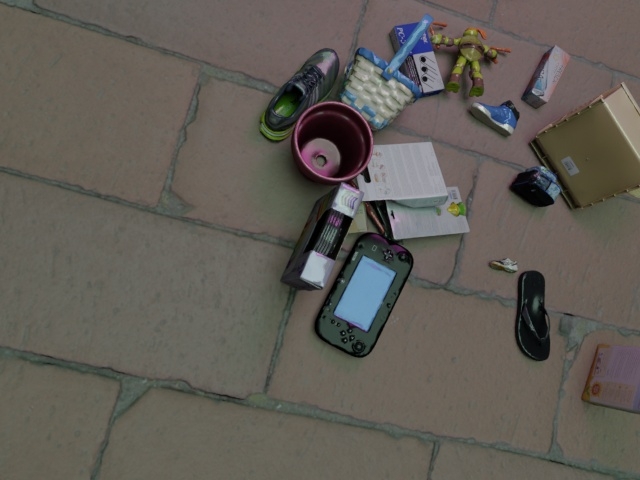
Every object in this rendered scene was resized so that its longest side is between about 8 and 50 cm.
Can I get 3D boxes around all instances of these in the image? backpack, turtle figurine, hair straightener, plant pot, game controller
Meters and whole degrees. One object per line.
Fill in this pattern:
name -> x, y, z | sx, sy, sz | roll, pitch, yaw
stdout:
backpack -> 0.623, -0.155, 1.572 | 0.114, 0.105, 0.084 | 37, 78, -11
turtle figurine -> 0.435, -0.524, 1.575 | 0.270, 0.087, 0.217 | 13, 74, -17
hair straightener -> 0.166, -0.090, 1.490 | 0.089, 0.047, 0.230 | -34, 86, -15
plant pot -> 0.015, -0.229, 1.410 | 0.202, 0.180, 0.201 | 2, 83, -13
game controller -> 0.115, 0.138, 1.441 | 0.167, 0.067, 0.319 | 29, 77, -7

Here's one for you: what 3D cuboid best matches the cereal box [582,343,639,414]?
cereal box -> 0.816, 0.368, 1.473 | 0.047, 0.240, 0.172 | 26, 78, -7

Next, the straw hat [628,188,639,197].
straw hat -> 0.991, -0.207, 1.681 | 0.145, 0.061, 0.144 | 2, 82, -13

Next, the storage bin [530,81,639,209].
storage bin -> 0.773, -0.248, 1.544 | 0.123, 0.260, 0.262 | -33, 91, -32

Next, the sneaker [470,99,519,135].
sneaker -> 0.510, -0.377, 1.599 | 0.152, 0.058, 0.084 | 30, 83, -11

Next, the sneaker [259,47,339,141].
sneaker -> -0.043, -0.393, 1.450 | 0.111, 0.121, 0.299 | 36, 77, -6

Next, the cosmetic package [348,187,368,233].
cosmetic package -> 0.089, -0.079, 1.455 | 0.060, 0.041, 0.115 | -9, 99, 12

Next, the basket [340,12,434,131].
basket -> 0.178, -0.433, 1.423 | 0.201, 0.255, 0.289 | 40, 96, -2

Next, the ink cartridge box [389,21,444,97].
ink cartridge box -> 0.274, -0.513, 1.575 | 0.097, 0.046, 0.206 | -15, 86, -15

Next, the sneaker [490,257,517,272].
sneaker -> 0.518, 0.066, 1.561 | 0.083, 0.032, 0.036 | 15, 66, -15

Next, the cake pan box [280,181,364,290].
cake pan box -> 0.000, 0.000, 1.333 | 0.070, 0.267, 0.245 | 24, 80, -11

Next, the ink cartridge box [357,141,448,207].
ink cartridge box -> 0.206, -0.175, 1.479 | 0.233, 0.066, 0.189 | -7, 60, -5

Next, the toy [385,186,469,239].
toy -> 0.284, -0.072, 1.511 | 0.238, 0.056, 0.136 | -6, 75, -19

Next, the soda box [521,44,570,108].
soda box -> 0.676, -0.489, 1.653 | 0.063, 0.058, 0.183 | 31, 77, -7

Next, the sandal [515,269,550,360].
sandal -> 0.596, 0.210, 1.542 | 0.097, 0.054, 0.254 | -2, 83, -12
